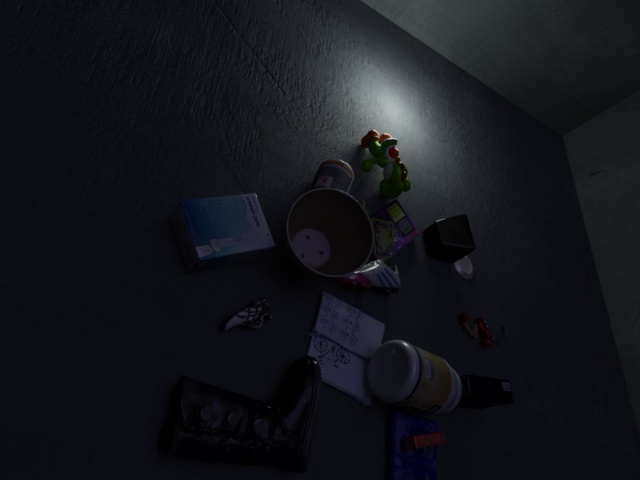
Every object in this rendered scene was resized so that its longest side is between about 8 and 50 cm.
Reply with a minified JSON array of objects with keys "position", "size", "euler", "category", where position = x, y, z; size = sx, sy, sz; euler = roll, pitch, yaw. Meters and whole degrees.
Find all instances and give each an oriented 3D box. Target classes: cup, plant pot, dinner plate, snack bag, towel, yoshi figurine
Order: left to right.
[{"position":[0.000,0.000,1.768],"size":[0.331,0.237,0.331],"euler":[6,72,-19],"category":"cup"},{"position":[0.095,0.402,1.783],"size":[0.323,0.037,0.342],"euler":[32,52,-19],"category":"snack bag"},{"position":[0.310,-0.343,2.278],"size":[0.203,0.203,0.362],"euler":[56,12,-57],"category":"yoshi figurine"},{"position":[0.344,0.792,1.731],"size":[0.228,0.076,0.308],"euler":[23,55,-26],"category":"towel"},{"position":[0.600,-0.008,2.283],"size":[0.167,0.188,0.187],"euler":[2,65,-21],"category":"plant pot"},{"position":[0.730,0.127,2.404],"size":[0.141,0.017,0.141],"euler":[17,56,-28],"category":"dinner plate"}]

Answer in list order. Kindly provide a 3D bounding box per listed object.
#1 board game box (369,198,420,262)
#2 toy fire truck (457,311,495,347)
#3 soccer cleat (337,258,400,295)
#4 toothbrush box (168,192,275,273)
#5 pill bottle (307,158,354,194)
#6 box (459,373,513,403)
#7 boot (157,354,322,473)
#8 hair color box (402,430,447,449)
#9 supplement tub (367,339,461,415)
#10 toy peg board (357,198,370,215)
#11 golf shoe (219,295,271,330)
[{"position":[0.300,-0.039,2.159],"size":[0.347,0.056,0.208],"euler":[-32,83,-42],"category":"board game box"},{"position":[0.730,0.419,2.228],"size":[0.135,0.047,0.192],"euler":[-14,76,-39],"category":"toy fire truck"},{"position":[0.196,0.139,1.941],"size":[0.331,0.116,0.143],"euler":[14,69,-39],"category":"soccer cleat"},{"position":[-0.335,-0.031,1.636],"size":[0.295,0.126,0.216],"euler":[-13,74,-39],"category":"toothbrush box"},{"position":[0.031,-0.194,1.965],"size":[0.162,0.162,0.278],"euler":[35,50,-16],"category":"pill bottle"},{"position":[0.629,0.625,1.955],"size":[0.261,0.184,0.103],"euler":[15,61,-29],"category":"box"},{"position":[-0.226,0.486,1.445],"size":[0.445,0.146,0.367],"euler":[20,56,-22],"category":"boot"},{"position":[0.373,0.718,1.704],"size":[0.141,0.072,0.043],"euler":[5,61,-29],"category":"hair color box"},{"position":[0.354,0.517,1.766],"size":[0.316,0.228,0.228],"euler":[29,52,-33],"category":"supplement tub"},{"position":[0.140,-0.063,1.987],"size":[0.079,0.161,0.160],"euler":[27,52,-41],"category":"toy peg board"},{"position":[-0.240,0.263,1.585],"size":[0.198,0.077,0.094],"euler":[-27,85,-41],"category":"golf shoe"}]
